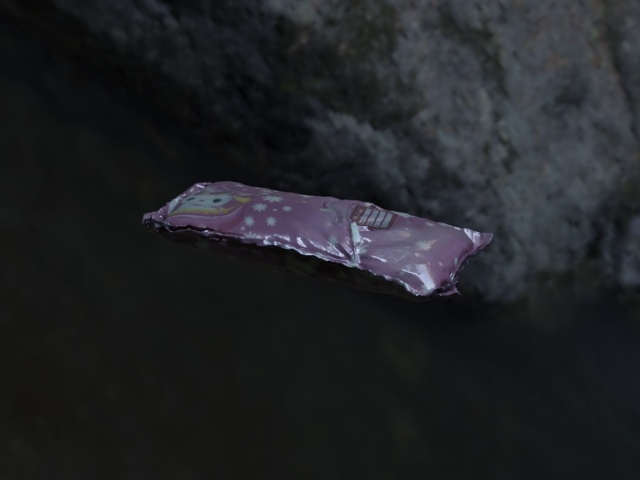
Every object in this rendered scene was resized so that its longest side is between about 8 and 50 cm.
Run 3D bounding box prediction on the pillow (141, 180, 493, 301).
[{"bbox_3d":[0.000,0.000,0.869,0.118,0.185,0.043,-52,151,-71],"label":"pillow"}]
